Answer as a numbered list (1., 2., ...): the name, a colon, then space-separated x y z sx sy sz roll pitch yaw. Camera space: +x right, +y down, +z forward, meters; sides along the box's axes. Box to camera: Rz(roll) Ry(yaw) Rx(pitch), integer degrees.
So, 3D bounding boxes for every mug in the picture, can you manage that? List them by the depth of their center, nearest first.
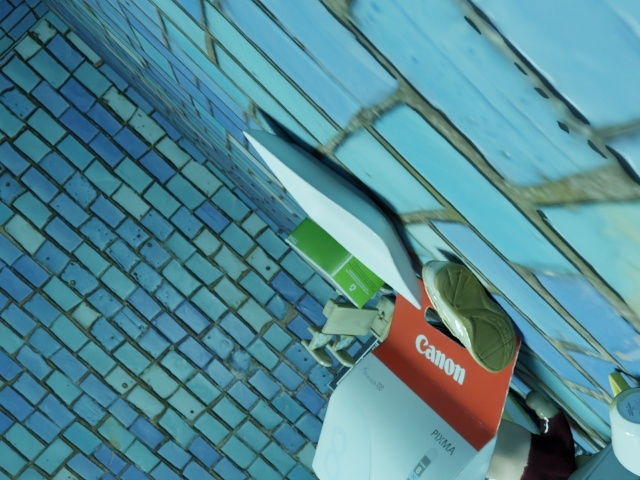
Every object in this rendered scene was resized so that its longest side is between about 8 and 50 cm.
1. mug: 0.272 0.156 0.478 0.078 0.062 0.064 25 154 55

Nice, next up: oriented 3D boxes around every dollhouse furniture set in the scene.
1. dollhouse furniture set: 0.119 0.201 1.286 0.242 0.212 0.161 12 -159 -42

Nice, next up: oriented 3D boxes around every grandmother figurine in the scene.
1. grandmother figurine: 0.322 0.340 0.890 0.342 0.207 0.104 19 -165 3

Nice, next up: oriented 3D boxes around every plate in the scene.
1. plate: 0.034 -0.037 0.818 0.278 0.045 0.277 40 175 32

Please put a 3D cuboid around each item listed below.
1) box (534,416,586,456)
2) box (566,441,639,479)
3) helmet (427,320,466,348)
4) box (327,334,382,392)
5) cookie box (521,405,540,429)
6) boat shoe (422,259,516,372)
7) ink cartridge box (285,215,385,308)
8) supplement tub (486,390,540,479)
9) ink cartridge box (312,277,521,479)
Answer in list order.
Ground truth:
1. box: 0.464 0.379 1.079 0.083 0.018 0.067 43 176 1
2. box: 0.410 0.393 0.691 0.232 0.127 0.148 42 149 27
3. helmet: 0.205 0.224 1.009 0.162 0.169 0.169 27 -179 -20
4. box: 0.232 0.404 1.565 0.296 0.294 0.183 42 175 19
5. cookie box: 0.463 0.409 1.216 0.092 0.040 0.107 44 176 -18
6. boat shoe: 0.176 0.086 0.663 0.170 0.063 0.059 56 173 -23
7. ink cartridge box: 0.000 0.000 1.121 0.255 0.097 0.189 46 175 -40
8. supplement tub: 0.355 0.383 1.138 0.199 0.144 0.144 57 -176 36
9. ink cartridge box: 0.119 0.263 0.833 0.091 0.385 0.308 8 -169 -24
